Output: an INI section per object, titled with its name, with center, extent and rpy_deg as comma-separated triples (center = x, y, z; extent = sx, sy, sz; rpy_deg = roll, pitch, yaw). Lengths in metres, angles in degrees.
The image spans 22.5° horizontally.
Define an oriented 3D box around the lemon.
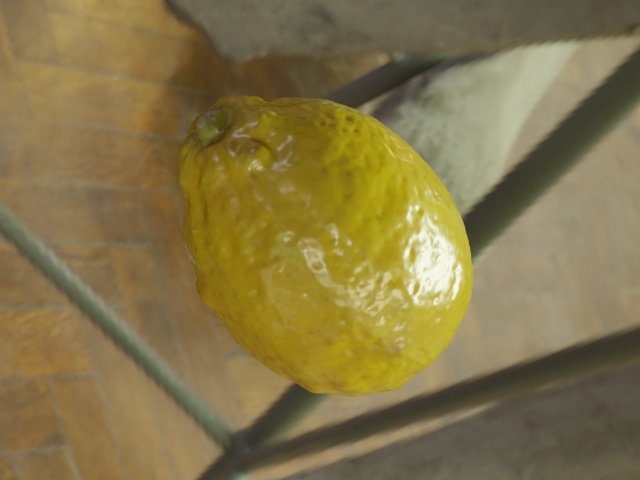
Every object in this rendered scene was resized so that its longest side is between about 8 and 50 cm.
[lemon]
center = 0.000, 0.000, 0.682
extent = 0.155, 0.114, 0.114
rpy_deg = 50, 33, -23
